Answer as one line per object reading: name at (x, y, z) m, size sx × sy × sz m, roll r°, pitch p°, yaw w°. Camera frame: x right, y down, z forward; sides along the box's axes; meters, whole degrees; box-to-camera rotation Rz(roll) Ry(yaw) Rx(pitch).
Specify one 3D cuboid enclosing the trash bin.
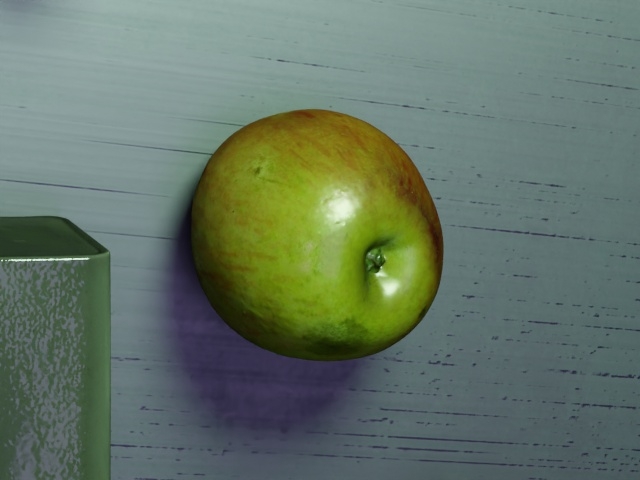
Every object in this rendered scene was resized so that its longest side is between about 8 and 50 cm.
trash bin at (-0.226, 0.112, 1.411) m, size 0.122 × 0.164 × 0.240 m, roll -1°, pitch 101°, yaw -22°

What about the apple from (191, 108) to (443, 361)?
apple at (0.000, 0.000, 1.459) m, size 0.196 × 0.196 × 0.196 m, roll -5°, pitch 105°, yaw -20°
